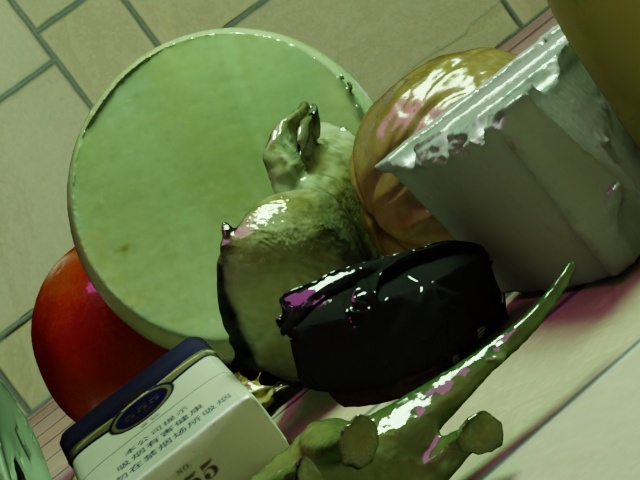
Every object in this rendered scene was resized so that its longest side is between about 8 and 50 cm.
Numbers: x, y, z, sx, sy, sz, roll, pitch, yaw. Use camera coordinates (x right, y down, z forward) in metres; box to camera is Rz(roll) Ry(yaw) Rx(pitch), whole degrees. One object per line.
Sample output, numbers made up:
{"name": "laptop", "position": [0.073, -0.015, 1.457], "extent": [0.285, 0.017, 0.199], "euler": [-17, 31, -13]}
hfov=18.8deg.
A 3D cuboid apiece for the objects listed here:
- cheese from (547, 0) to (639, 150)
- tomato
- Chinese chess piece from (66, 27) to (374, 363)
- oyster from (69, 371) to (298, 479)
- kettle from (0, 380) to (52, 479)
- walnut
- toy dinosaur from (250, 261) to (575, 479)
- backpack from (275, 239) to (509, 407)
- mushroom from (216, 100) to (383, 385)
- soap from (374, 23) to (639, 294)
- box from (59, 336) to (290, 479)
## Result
{"name": "cheese", "position": [0.274, -0.185, 1.448], "extent": [0.124, 0.242, 0.265], "euler": [-33, 7, 30]}
{"name": "tomato", "position": [-0.201, 0.085, 2.260], "extent": [0.298, 0.226, 0.298], "euler": [-33, 5, 3]}
{"name": "Chinese chess piece", "position": [-0.089, -0.046, 2.022], "extent": [0.349, 0.349, 0.146], "euler": [-37, -10, 0]}
{"name": "oyster", "position": [-0.162, 0.208, 1.839], "extent": [0.345, 0.079, 0.128], "euler": [-35, 14, -7]}
{"name": "kettle", "position": [-0.408, 0.241, 1.721], "extent": [0.318, 0.265, 0.205], "euler": [-22, -27, 1]}
{"name": "walnut", "position": [0.129, -0.066, 1.668], "extent": [0.213, 0.213, 0.213], "euler": [-36, 6, 4]}
{"name": "toy dinosaur", "position": [-0.027, 0.181, 1.194], "extent": [0.447, 0.087, 0.301], "euler": [-38, -2, -28]}
{"name": "backpack", "position": [0.063, 0.062, 1.454], "extent": [0.165, 0.106, 0.120], "euler": [-17, 3, -34]}
{"name": "mushroom", "position": [0.002, 0.000, 1.768], "extent": [0.130, 0.248, 0.344], "euler": [4, 11, 8]}
{"name": "soap", "position": [0.229, -0.100, 1.466], "extent": [0.302, 0.159, 0.258], "euler": [-40, 5, -16]}
{"name": "box", "position": [-0.132, 0.176, 1.676], "extent": [0.168, 0.071, 0.259], "euler": [-38, 17, -7]}
